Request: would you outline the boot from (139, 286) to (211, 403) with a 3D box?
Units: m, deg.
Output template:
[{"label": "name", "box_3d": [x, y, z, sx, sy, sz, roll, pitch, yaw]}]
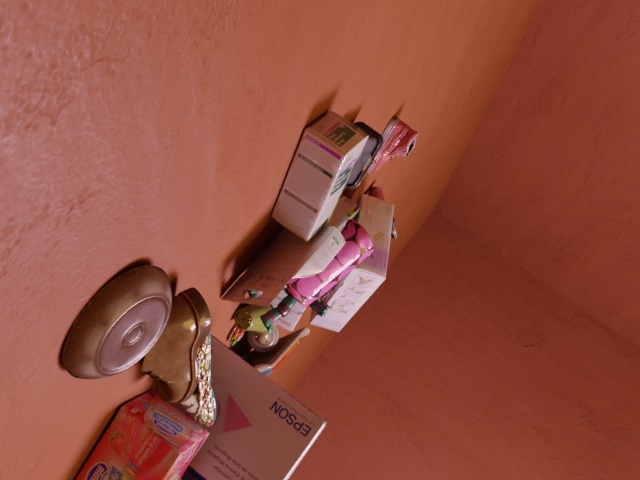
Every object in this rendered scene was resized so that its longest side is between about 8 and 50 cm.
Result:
[{"label": "boot", "box_3d": [-0.276, 0.200, 1.362, 0.115, 0.112, 0.305, -22, 149, -31]}]

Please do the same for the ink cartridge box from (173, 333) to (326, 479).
[{"label": "ink cartridge box", "box_3d": [-0.211, 0.417, 1.622, 0.330, 0.324, 0.071, -53, 168, -10]}]

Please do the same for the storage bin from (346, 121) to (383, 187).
[{"label": "storage bin", "box_3d": [0.061, -0.179, 1.641, 0.135, 0.098, 0.091, -58, 158, 17]}]

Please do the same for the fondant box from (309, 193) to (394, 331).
[{"label": "fondant box", "box_3d": [0.080, 0.067, 2.083, 0.330, 0.096, 0.238, 122, -18, -54]}]

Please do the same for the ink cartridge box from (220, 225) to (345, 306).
[{"label": "ink cartridge box", "box_3d": [-0.076, 0.062, 1.598, 0.181, 0.056, 0.225, 1, -134, 52]}]

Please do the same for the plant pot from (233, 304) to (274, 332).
[{"label": "plant pot", "box_3d": [-0.159, 0.180, 1.816, 0.083, 0.083, 0.079, -58, 157, 17]}]

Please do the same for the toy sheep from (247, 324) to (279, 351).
[{"label": "toy sheep", "box_3d": [-0.148, 0.247, 2.026, 0.091, 0.091, 0.132, -53, 174, -11]}]

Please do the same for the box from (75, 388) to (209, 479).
[{"label": "box", "box_3d": [-0.375, 0.464, 1.527, 0.300, 0.154, 0.142, -56, 169, 11]}]

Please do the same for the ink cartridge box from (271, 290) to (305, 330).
[{"label": "ink cartridge box", "box_3d": [-0.078, 0.127, 1.876, 0.151, 0.109, 0.063, -60, -178, 28]}]

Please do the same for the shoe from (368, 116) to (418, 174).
[{"label": "shoe", "box_3d": [0.185, -0.229, 2.027, 0.063, 0.081, 0.178, -40, 161, -54]}]

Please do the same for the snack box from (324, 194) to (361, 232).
[{"label": "snack box", "box_3d": [0.000, 0.000, 1.950, 0.207, 0.070, 0.175, -43, 165, -53]}]

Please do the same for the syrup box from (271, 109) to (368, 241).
[{"label": "syrup box", "box_3d": [-0.004, -0.122, 1.502, 0.093, 0.096, 0.237, -45, 167, -46]}]

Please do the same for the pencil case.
[{"label": "pencil case", "box_3d": [0.015, 0.046, 1.665, 0.209, 0.098, 0.095, -39, 147, -5]}]

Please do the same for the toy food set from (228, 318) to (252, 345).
[{"label": "toy food set", "box_3d": [-0.194, 0.216, 1.895, 0.083, 0.020, 0.083, -42, 163, -52]}]

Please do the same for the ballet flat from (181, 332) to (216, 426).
[{"label": "ballet flat", "box_3d": [-0.256, 0.270, 1.530, 0.077, 0.091, 0.241, -20, 120, -38]}]

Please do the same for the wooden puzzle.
[{"label": "wooden puzzle", "box_3d": [-0.156, 0.323, 2.074, 0.220, 0.044, 0.238, -27, -176, 33]}]

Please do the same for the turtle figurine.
[{"label": "turtle figurine", "box_3d": [-0.040, 0.102, 1.755, 0.234, 0.175, 0.118, -28, 171, -10]}]

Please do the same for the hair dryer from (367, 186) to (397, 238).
[{"label": "hair dryer", "box_3d": [0.175, -0.050, 2.202, 0.294, 0.080, 0.224, -101, -154, -50]}]

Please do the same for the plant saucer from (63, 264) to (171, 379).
[{"label": "plant saucer", "box_3d": [-0.281, 0.128, 1.132, 0.198, 0.036, 0.199, -46, 157, -26]}]
